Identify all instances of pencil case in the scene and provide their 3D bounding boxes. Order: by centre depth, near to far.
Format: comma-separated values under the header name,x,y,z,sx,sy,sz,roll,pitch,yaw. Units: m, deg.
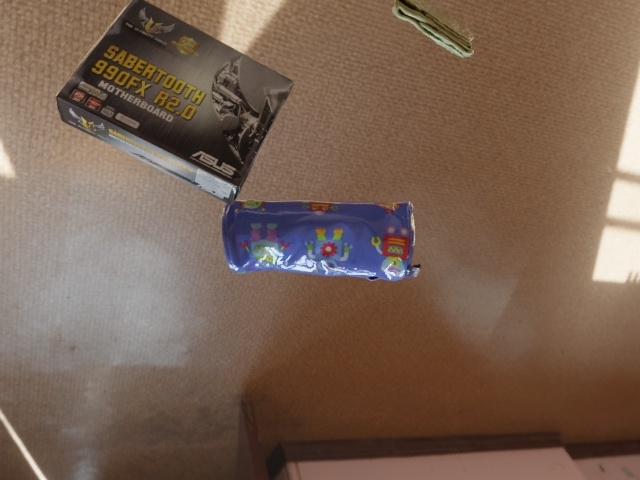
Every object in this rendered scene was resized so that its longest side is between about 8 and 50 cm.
name,x,y,z,sx,sy,sz,roll,pitch,yaw
pencil case,0.000,0.000,0.856,0.305,0.119,0.133,2,116,4

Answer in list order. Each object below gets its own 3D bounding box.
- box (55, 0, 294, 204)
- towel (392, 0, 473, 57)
name,x,y,z,sx,sy,sz,roll,pitch,yaw
box,-0.172,-0.176,0.685,0.230,0.183,0.056,27,154,-8
towel,0.136,-0.262,0.660,0.110,0.148,0.027,32,120,-4
